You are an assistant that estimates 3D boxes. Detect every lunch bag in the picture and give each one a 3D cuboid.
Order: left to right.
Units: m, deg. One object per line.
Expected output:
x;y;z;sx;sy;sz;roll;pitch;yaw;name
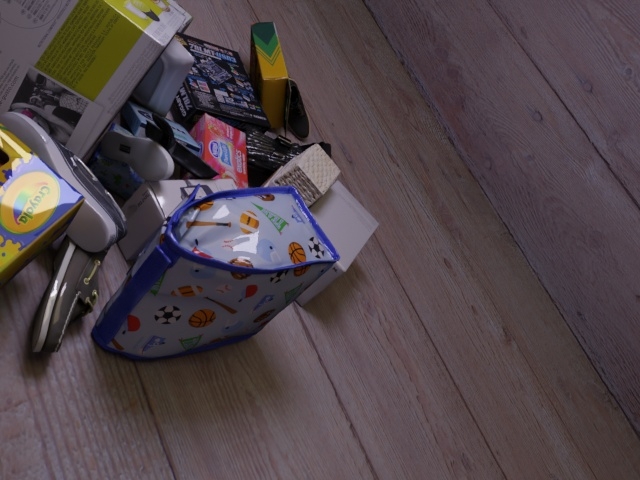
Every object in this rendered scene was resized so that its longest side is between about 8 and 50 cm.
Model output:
-0.440;-0.183;1.463;0.129;0.096;0.151;33;46;-23;lunch bag
-0.217;0.062;1.265;0.385;0.328;0.239;-13;62;-52;lunch bag

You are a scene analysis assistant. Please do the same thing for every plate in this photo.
-0.453;-0.451;1.575;0.278;0.277;0.045;47;55;-4;plate

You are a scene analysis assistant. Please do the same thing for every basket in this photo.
-0.035;-0.158;1.636;0.113;0.103;0.167;49;32;-10;basket

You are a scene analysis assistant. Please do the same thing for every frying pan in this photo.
-0.289;-0.184;1.367;0.197;0.053;0.326;37;-2;-19;frying pan

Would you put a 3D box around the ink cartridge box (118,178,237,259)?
-0.305;-0.048;1.413;0.237;0.172;0.100;-8;65;-51;ink cartridge box

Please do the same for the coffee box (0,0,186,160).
-0.520;-0.398;1.301;0.334;0.338;0.337;36;19;-20;coffee box

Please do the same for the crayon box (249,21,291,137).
-0.158;-0.491;1.995;0.081;0.202;0.318;-6;54;-12;crayon box

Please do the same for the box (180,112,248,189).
-0.267;-0.177;1.630;0.128;0.123;0.256;24;41;-32;box

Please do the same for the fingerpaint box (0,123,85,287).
-0.638;-0.026;0.923;0.371;0.163;0.445;44;49;-9;fingerpaint box

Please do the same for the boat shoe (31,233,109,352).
-0.445;0.081;1.182;0.091;0.109;0.305;25;36;-24;boat shoe

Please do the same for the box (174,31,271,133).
-0.307;-0.442;1.847;0.296;0.073;0.293;2;56;-52;box

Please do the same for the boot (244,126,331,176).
-0.105;-0.243;1.883;0.260;0.131;0.348;13;10;-3;boot

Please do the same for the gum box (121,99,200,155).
-0.391;-0.268;1.585;0.157;0.041;0.184;22;16;-35;gum box

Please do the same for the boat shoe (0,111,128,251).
-0.472;-0.113;1.206;0.301;0.108;0.102;47;20;-2;boat shoe

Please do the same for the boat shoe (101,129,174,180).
-0.359;-0.177;1.333;0.219;0.077;0.070;27;15;35;boat shoe

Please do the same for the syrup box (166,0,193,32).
-0.499;-0.683;1.892;0.237;0.096;0.093;38;33;-16;syrup box

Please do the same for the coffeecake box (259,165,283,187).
-0.150;-0.091;1.662;0.068;0.142;0.185;44;33;-9;coffeecake box

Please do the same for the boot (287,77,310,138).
-0.078;-0.402;2.035;0.137;0.077;0.197;-112;179;-68;boot

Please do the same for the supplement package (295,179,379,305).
0.000;0.000;1.713;0.175;0.177;0.293;47;33;-4;supplement package
